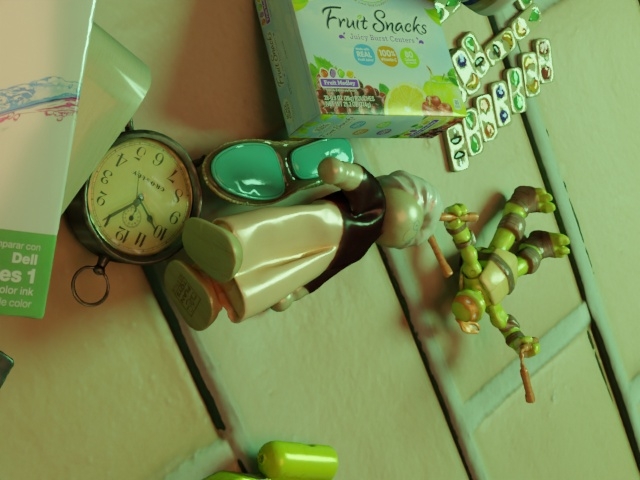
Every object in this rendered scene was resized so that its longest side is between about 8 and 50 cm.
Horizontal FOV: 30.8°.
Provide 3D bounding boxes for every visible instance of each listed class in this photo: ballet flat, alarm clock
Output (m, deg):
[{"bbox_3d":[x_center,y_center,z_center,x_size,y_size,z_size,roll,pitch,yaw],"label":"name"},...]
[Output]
[{"bbox_3d":[-0.054,-0.072,1.219,0.206,0.067,0.073,-10,88,-43],"label":"ballet flat"},{"bbox_3d":[-0.191,-0.025,1.124,0.129,0.064,0.192,34,69,-33],"label":"alarm clock"}]

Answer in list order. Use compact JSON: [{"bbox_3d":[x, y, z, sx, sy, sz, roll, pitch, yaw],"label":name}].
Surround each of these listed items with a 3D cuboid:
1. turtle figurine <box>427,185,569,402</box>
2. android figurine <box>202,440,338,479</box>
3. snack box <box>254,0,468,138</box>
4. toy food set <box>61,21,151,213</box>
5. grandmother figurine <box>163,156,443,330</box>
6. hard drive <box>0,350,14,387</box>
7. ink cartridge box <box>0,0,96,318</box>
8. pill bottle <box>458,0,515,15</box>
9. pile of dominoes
[{"bbox_3d":[0.222,0.047,1.422,0.217,0.087,0.269,-43,107,-36],"label":"turtle figurine"},{"bbox_3d":[-0.052,0.338,1.250,0.273,0.056,0.248,15,83,-38],"label":"android figurine"},{"bbox_3d":[0.044,-0.201,1.260,0.207,0.070,0.174,-2,72,-38],"label":"snack box"},{"bbox_3d":[-0.317,-0.104,1.025,0.220,0.092,0.306,40,77,-31],"label":"toy food set"},{"bbox_3d":[0.000,0.000,1.211,0.342,0.208,0.104,-19,66,-42],"label":"grandmother figurine"},{"bbox_3d":[-0.438,0.188,0.949,0.237,0.064,0.339,37,69,-32],"label":"hard drive"},{"bbox_3d":[-0.270,-0.098,0.878,0.117,0.201,0.278,9,93,-33],"label":"ink cartridge box"},{"bbox_3d":[0.123,-0.377,1.267,0.264,0.153,0.153,31,73,-17],"label":"pill bottle"},{"bbox_3d":[0.208,-0.226,1.430,0.251,0.040,0.196,-43,115,-27],"label":"pile of dominoes"}]
